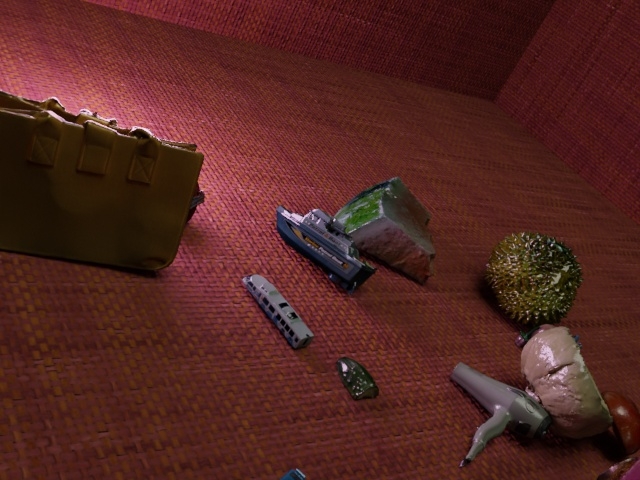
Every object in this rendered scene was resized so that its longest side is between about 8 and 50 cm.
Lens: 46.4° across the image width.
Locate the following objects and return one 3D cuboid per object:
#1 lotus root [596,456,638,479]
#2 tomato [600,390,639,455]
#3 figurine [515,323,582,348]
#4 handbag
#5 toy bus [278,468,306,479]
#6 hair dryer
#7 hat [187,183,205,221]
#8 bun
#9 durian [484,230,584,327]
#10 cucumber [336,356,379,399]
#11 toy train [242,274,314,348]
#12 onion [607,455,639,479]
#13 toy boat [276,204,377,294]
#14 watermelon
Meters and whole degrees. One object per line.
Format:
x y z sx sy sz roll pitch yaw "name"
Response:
0.638 0.507 1.546 0.122 0.112 0.081 6 52 -32 "lotus root"
0.699 0.411 1.707 0.155 0.069 0.155 -22 90 -77 "tomato"
0.568 0.269 1.884 0.144 0.114 0.178 35 37 15 "figurine"
-0.444 -0.110 1.406 0.401 0.283 0.133 12 29 -25 "handbag"
-0.058 0.395 1.172 0.038 0.046 0.083 39 31 18 "toy bus"
0.327 0.352 1.575 0.267 0.092 0.229 -7 36 -33 "hair dryer"
-0.380 -0.107 1.678 0.227 0.129 0.140 18 49 18 "hat"
0.532 0.322 1.658 0.259 0.152 0.259 58 13 -21 "bun"
0.591 0.096 2.052 0.291 0.224 0.291 25 31 -17 "durian"
0.073 0.270 1.507 0.067 0.035 0.107 2 36 -38 "cucumber"
-0.093 0.140 1.560 0.043 0.047 0.207 -6 45 -48 "toy train"
0.620 0.503 1.266 0.358 0.358 0.345 6 23 -36 "onion"
0.003 -0.002 1.799 0.296 0.122 0.114 38 5 22 "toy boat"
0.194 -0.052 2.018 0.302 0.151 0.264 26 28 -4 "watermelon"
